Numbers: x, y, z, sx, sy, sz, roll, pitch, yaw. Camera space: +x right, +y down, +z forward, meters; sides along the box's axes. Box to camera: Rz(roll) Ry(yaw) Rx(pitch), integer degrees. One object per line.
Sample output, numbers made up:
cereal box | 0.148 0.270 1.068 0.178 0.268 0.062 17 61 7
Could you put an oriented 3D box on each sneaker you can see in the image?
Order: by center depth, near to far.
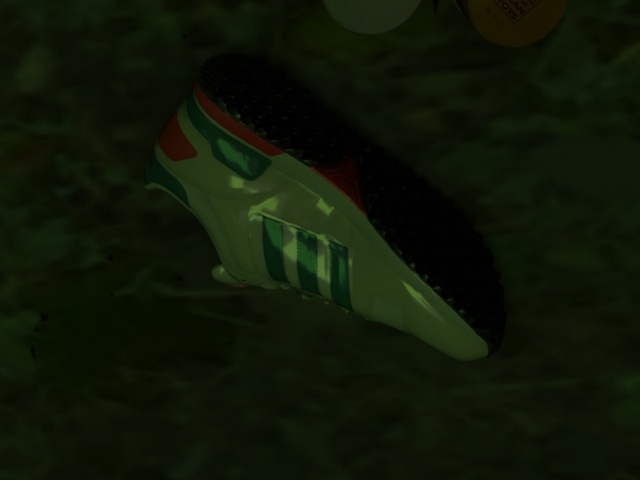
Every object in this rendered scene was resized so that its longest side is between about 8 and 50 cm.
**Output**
sneaker | 0.000 0.000 0.793 0.161 0.057 0.075 40 125 -5

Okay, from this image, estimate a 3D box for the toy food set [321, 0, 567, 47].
toy food set | 0.007 -0.177 0.730 0.111 0.104 0.232 -28 118 2
